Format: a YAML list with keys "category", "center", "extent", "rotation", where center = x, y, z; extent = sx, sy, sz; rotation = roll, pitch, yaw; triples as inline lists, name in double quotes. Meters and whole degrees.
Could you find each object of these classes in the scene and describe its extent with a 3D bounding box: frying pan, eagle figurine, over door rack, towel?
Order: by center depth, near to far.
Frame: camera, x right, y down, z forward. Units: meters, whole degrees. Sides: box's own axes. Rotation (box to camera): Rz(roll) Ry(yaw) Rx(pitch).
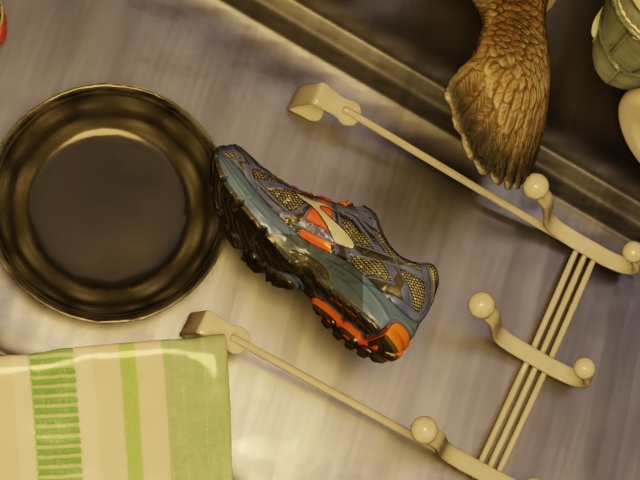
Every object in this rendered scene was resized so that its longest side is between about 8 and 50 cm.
- category: "towel"
  center: [-0.225, 0.209, 1.445]
  extent: [0.324, 0.038, 0.248]
  rotation: [-4, 96, -10]
- category: "eagle figurine"
  center: [0.151, -0.202, 1.491]
  extent: [0.225, 0.226, 0.298]
  rotation: [-32, 41, -2]
- category: "frying pan"
  center: [-0.229, -0.004, 1.510]
  extent: [0.326, 0.053, 0.197]
  rotation: [-23, 83, -10]
- category: "over door rack"
  center: [0.080, 0.040, 1.520]
  extent: [0.324, 0.108, 0.240]
  rotation: [27, 76, -3]

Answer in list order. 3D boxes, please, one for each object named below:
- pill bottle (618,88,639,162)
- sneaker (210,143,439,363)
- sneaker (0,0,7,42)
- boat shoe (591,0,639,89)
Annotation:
- category: "pill bottle"
  center: [0.369, -0.138, 1.592]
  extent: [0.221, 0.121, 0.121]
  rotation: [-38, 87, -13]
- category: "sneaker"
  center: [0.000, 0.000, 1.463]
  extent: [0.221, 0.083, 0.087]
  rotation: [42, 64, 13]
- category: "sneaker"
  center: [-0.356, -0.148, 1.496]
  extent: [0.225, 0.093, 0.088]
  rotation: [-34, 86, -13]
- category: "boat shoe"
  center: [0.293, -0.225, 1.563]
  extent: [0.116, 0.099, 0.319]
  rotation: [35, 37, -1]
